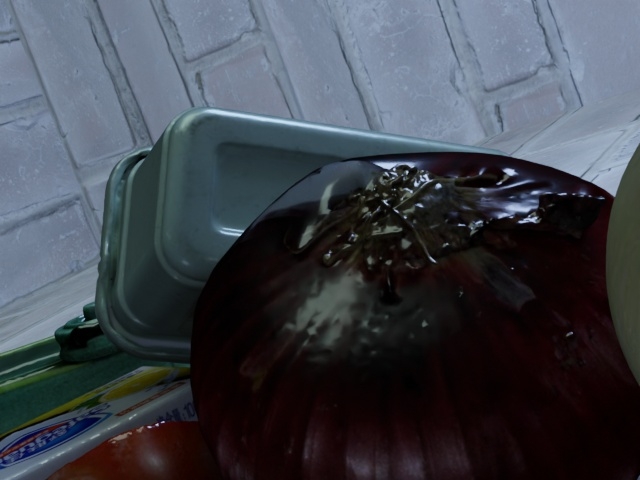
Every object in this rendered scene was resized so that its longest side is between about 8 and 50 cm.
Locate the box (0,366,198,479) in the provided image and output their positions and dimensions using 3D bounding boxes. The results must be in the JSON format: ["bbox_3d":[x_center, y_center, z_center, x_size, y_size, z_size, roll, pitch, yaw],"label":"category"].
[{"bbox_3d":[-0.194,0.189,0.850,0.265,0.097,0.168,-25,8,-29],"label":"box"}]

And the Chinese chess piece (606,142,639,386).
[{"bbox_3d":[0.253,0.016,0.468,0.273,0.102,0.273,1,29,-1],"label":"Chinese chess piece"}]

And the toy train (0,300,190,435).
[{"bbox_3d":[-0.281,0.155,1.085,0.369,0.150,0.237,-18,4,-7],"label":"toy train"}]

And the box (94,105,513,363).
[{"bbox_3d":[0.000,0.000,0.855,0.312,0.175,0.182,7,-18,-15],"label":"box"}]

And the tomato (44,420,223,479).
[{"bbox_3d":[-0.102,0.182,0.700,0.174,0.082,0.166,-39,-28,22],"label":"tomato"}]

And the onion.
[{"bbox_3d":[0.066,0.081,0.657,0.273,0.285,0.273,-7,44,7],"label":"onion"}]
